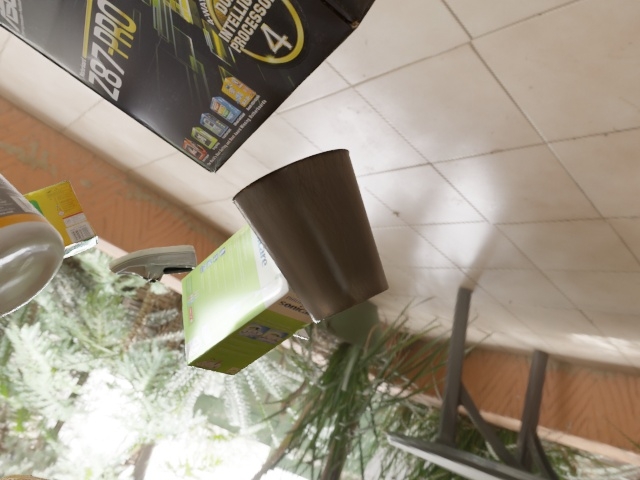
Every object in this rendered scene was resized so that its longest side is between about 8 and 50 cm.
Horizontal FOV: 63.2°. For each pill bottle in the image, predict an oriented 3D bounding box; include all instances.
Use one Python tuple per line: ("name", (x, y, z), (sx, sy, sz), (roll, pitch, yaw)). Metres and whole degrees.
("pill bottle", (-0.478, -0.039, 0.659), (0.278, 0.162, 0.162), (41, 164, 11))

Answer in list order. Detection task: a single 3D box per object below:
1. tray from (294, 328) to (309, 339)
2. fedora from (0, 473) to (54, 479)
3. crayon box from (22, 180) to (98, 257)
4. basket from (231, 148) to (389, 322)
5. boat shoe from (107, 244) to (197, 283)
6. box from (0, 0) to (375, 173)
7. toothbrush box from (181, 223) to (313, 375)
("tray", (-0.119, 0.128, 1.251), (0.270, 0.030, 0.145), (55, 178, 16))
("fedora", (-0.425, 0.435, 0.824), (0.195, 0.079, 0.194), (8, 143, 6))
("crayon box", (-0.715, -0.017, 1.267), (0.165, 0.279, 0.081), (61, 153, 7))
("basket", (0.000, 0.000, 0.813), (0.226, 0.205, 0.154), (66, 167, 7))
("boat shoe", (-0.427, 0.068, 1.352), (0.228, 0.081, 0.079), (-10, 162, -35))
("box", (-0.162, -0.242, 0.517), (0.318, 0.097, 0.395), (37, 156, -18))
("toothbrush box", (-0.137, 0.103, 1.016), (0.283, 0.206, 0.122), (-39, 136, 26))
